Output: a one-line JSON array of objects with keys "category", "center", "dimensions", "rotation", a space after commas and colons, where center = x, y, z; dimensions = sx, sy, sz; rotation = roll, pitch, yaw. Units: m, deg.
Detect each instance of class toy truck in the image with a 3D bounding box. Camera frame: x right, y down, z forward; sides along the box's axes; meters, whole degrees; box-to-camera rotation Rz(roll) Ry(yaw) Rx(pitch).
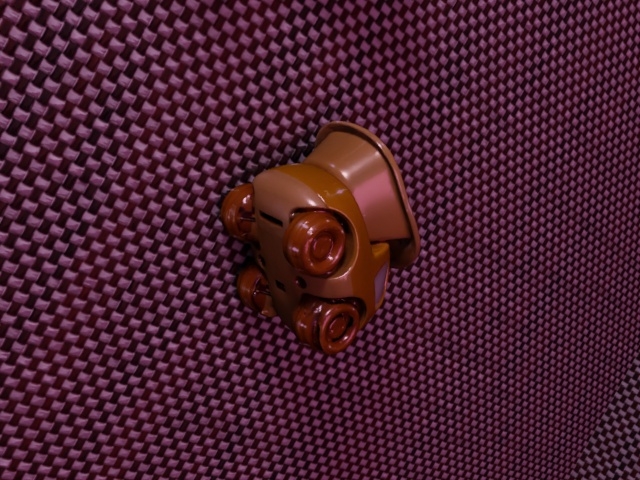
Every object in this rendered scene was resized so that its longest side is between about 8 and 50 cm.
[{"category": "toy truck", "center": [0.000, 0.000, 1.232], "dimensions": [0.212, 0.204, 0.287], "rotation": [-31, 126, -29]}]
